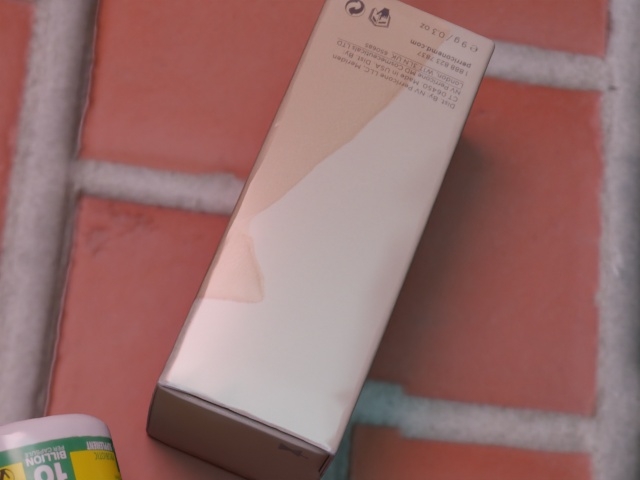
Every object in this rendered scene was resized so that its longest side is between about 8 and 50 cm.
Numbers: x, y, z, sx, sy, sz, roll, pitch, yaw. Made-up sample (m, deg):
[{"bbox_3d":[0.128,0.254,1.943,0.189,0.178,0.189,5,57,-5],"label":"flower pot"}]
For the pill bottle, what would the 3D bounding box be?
[{"bbox_3d":[-0.164,0.222,1.047,0.118,0.117,0.208,-12,73,-14],"label":"pill bottle"}]

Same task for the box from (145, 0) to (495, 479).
[{"bbox_3d":[0.000,0.000,1.141,0.121,0.148,0.311,23,67,-1],"label":"box"}]
